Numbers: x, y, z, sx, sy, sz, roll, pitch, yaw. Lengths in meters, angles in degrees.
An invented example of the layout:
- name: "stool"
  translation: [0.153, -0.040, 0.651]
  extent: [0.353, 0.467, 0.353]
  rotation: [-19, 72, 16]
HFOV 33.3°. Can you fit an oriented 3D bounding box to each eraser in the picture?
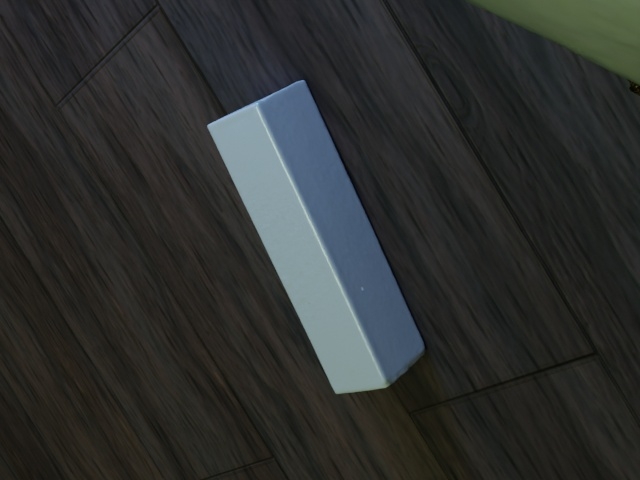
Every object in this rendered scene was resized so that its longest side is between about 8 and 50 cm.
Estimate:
- name: "eraser"
  translation: [-0.001, 0.000, 1.045]
  extent: [0.078, 0.076, 0.298]
  rotation: [-15, 103, 45]

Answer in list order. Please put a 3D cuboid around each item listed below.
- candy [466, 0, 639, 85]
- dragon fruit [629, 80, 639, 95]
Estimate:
- name: "candy"
  translation: [0.259, -0.175, 0.597]
  extent: [0.358, 0.208, 0.145]
  rotation: [34, 176, 22]
- name: "dragon fruit"
  translation: [0.216, -0.162, 0.740]
  extent: [0.068, 0.112, 0.126]
  rotation: [-42, 83, 32]
